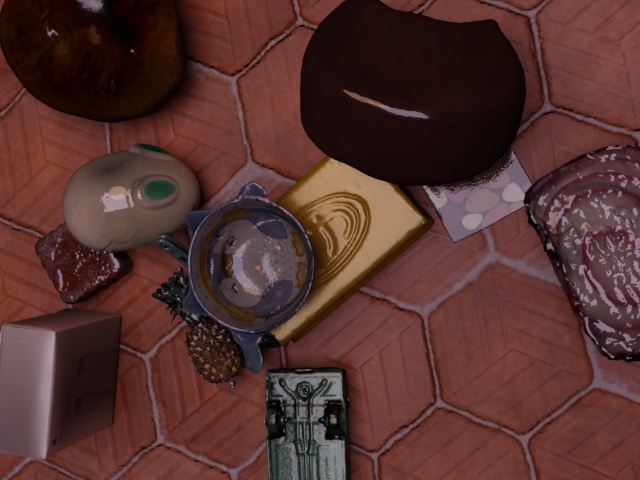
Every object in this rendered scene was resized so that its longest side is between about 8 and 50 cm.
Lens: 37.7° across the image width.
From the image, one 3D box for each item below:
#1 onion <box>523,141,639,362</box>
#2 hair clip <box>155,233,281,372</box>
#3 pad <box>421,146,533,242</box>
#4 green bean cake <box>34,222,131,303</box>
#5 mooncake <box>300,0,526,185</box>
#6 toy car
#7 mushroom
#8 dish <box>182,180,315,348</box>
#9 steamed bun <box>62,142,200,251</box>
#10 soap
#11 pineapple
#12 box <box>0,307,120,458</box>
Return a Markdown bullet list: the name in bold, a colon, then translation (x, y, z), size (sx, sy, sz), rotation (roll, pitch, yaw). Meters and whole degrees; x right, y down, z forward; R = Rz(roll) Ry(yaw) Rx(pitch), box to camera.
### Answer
- **onion**: translation (0.471, 0.016, 1.400), size (0.280, 0.146, 0.314), rotation (-23, 78, -1)
- **hair clip**: translation (-0.170, 0.091, 1.541), size (0.275, 0.083, 0.048), rotation (50, 136, -7)
- **pad**: translation (0.227, -0.132, 1.513), size (0.158, 0.003, 0.235), rotation (-29, 85, 12)
- **green bean cake**: translation (-0.414, 0.028, 1.639), size (0.135, 0.056, 0.135), rotation (-32, 84, 13)
- **mooncake**: translation (0.127, -0.230, 1.412), size (0.326, 0.174, 0.333), rotation (-11, 48, -8)
- **toy car**: translation (-0.012, 0.367, 1.534), size (0.141, 0.097, 0.320), rotation (-2, 90, 13)
- **mushroom**: translation (-0.355, -0.362, 1.560), size (0.345, 0.259, 0.345), rotation (12, 121, 21)
- **dish**: translation (-0.108, 0.031, 1.454), size (0.228, 0.086, 0.236), rotation (27, 98, 12)
- **steamed bun**: translation (-0.314, -0.078, 1.545), size (0.228, 0.130, 0.177), rotation (-8, 49, -2)
- **soap**: translation (0.000, 0.000, 1.522), size (0.324, 0.096, 0.204), rotation (-42, 83, 11)
- **pineapple**: translation (-0.200, 0.153, 1.579), size (0.083, 0.103, 0.221), rotation (-30, 88, -10)
- **box**: translation (-0.431, 0.227, 1.549), size (0.106, 0.252, 0.203), rotation (7, 92, 12)
